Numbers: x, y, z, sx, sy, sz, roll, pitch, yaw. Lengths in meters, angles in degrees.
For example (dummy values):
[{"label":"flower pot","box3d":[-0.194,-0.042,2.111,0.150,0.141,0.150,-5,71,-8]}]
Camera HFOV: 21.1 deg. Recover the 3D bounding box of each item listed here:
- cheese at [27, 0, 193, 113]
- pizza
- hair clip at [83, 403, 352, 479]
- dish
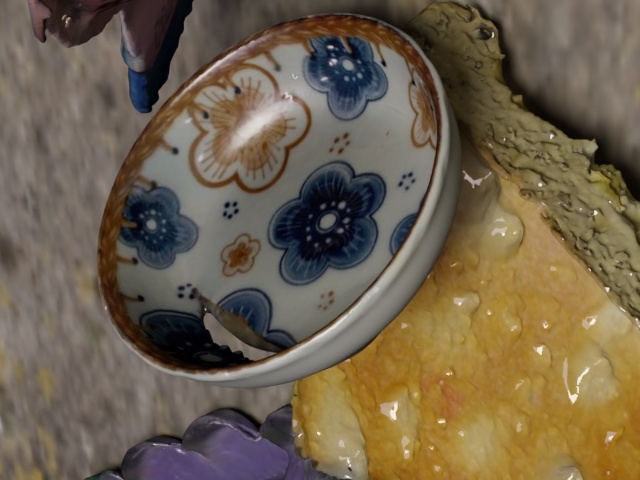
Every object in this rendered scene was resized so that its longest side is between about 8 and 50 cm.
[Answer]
[{"label":"cheese","box3d":[-0.048,-0.129,0.513,0.074,0.189,0.286,18,163,5]},{"label":"pizza","box3d":[0.072,0.041,0.651,0.188,0.081,0.204,47,134,25]},{"label":"hair clip","box3d":[-0.045,0.143,0.787,0.195,0.052,0.124,-26,98,41]},{"label":"dish","box3d":[0.000,0.000,0.599,0.141,0.141,0.078,-10,145,32]}]
